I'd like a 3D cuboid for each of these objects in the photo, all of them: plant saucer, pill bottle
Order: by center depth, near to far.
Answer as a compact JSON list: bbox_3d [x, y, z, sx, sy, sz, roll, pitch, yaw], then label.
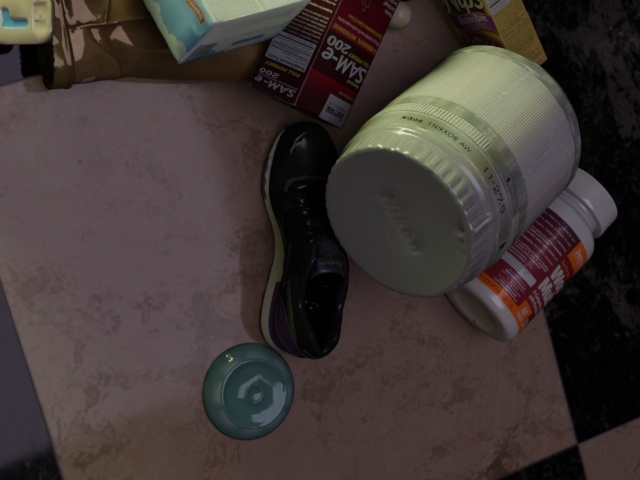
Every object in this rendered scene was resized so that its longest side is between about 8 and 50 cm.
[{"bbox_3d":[-0.083,0.184,1.867,0.119,0.021,0.119,-1,94,-24],"label":"plant saucer"},{"bbox_3d":[0.267,0.013,1.953,0.221,0.121,0.121,-44,108,-15],"label":"pill bottle"}]

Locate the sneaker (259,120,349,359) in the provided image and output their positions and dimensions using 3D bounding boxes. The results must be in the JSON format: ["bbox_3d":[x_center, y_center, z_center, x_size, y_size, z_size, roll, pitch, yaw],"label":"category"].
[{"bbox_3d":[0.000,0.000,1.835,0.107,0.124,0.283,0,93,-23],"label":"sneaker"}]

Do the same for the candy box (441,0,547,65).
[{"bbox_3d":[0.195,-0.290,1.877,0.053,0.109,0.187,-39,125,-13],"label":"candy box"}]

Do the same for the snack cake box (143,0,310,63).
[{"bbox_3d":[-0.144,-0.340,1.702,0.152,0.089,0.264,-22,79,-40],"label":"snack cake box"}]

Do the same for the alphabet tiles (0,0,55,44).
[{"bbox_3d":[-0.352,-0.352,1.653,0.277,0.021,0.284,1,93,8],"label":"alphabet tiles"}]

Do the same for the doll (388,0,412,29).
[{"bbox_3d":[0.111,-0.353,1.905,0.129,0.046,0.189,11,89,-17],"label":"doll"}]

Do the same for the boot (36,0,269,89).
[{"bbox_3d":[-0.197,-0.290,1.762,0.269,0.089,0.236,-10,100,-25],"label":"boot"}]

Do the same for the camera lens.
[{"bbox_3d":[0.161,-0.086,1.813,0.274,0.219,0.219,-42,109,-42],"label":"camera lens"}]

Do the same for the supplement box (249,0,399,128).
[{"bbox_3d":[0.020,-0.263,1.807,0.130,0.073,0.239,19,97,-62],"label":"supplement box"}]
